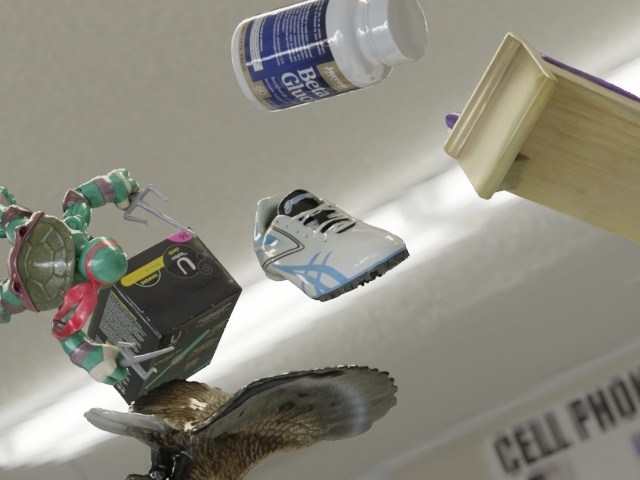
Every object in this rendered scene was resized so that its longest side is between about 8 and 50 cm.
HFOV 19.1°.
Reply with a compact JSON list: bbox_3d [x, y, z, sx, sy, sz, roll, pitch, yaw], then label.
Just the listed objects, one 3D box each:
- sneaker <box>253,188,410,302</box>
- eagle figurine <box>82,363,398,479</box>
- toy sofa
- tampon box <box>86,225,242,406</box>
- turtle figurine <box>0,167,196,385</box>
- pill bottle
[{"bbox_3d":[0.000,0.000,1.671,0.085,0.086,0.237,-27,14,-21],"label":"sneaker"},{"bbox_3d":[-0.093,0.207,1.913,0.298,0.226,0.225,-48,-18,-40],"label":"eagle figurine"},{"bbox_3d":[0.322,-0.091,2.045,0.362,0.177,0.150,20,-67,-22],"label":"toy sofa"},{"bbox_3d":[-0.176,0.086,2.082,0.120,0.101,0.161,-30,-21,-33],"label":"tampon box"},{"bbox_3d":[-0.202,0.018,1.534,0.234,0.175,0.118,5,-13,45],"label":"turtle figurine"},{"bbox_3d":[0.010,-0.180,1.749,0.169,0.094,0.094,-12,-8,34],"label":"pill bottle"}]
